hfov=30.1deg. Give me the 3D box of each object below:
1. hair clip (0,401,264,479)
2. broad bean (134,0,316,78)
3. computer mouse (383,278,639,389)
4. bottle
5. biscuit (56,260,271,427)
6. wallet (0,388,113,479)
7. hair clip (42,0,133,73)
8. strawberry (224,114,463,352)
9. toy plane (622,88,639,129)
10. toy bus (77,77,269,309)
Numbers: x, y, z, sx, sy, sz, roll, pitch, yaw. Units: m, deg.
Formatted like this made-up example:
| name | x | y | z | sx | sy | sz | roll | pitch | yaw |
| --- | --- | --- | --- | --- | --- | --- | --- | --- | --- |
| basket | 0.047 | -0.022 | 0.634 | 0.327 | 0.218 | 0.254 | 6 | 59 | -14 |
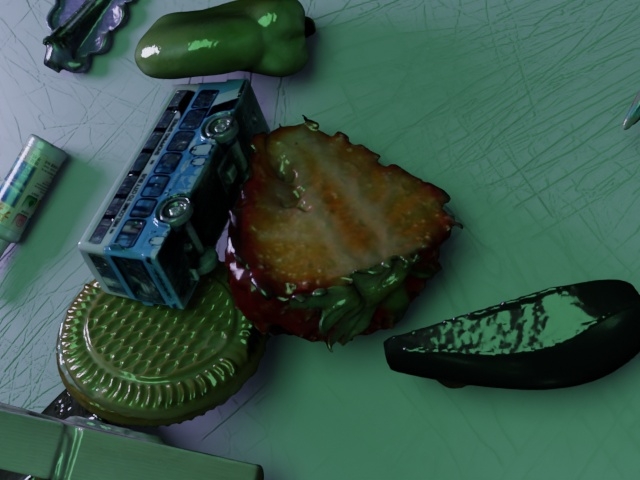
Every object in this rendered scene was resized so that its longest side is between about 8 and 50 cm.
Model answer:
| name | x | y | z | sx | sy | sz | roll | pitch | yaw |
| --- | --- | --- | --- | --- | --- | --- | --- | --- | --- |
| hair clip | -0.230 | 0.246 | 1.306 | 0.330 | 0.101 | 0.085 | 16 | 85 | -18 |
| broad bean | -0.118 | -0.251 | 1.482 | 0.227 | 0.169 | 0.100 | -8 | 107 | -13 |
| computer mouse | 0.210 | 0.116 | 1.235 | 0.295 | 0.168 | 0.087 | -16 | 71 | 20 |
| bottle | -0.414 | -0.036 | 1.591 | 0.060 | 0.060 | 0.217 | 26 | 87 | 26 |
| biscuit | -0.185 | 0.109 | 1.388 | 0.259 | 0.079 | 0.259 | -1 | 45 | 1 |
| wallet | -0.374 | 0.289 | 1.437 | 0.317 | 0.169 | 0.044 | -44 | 108 | 4 |
| hair clip | -0.324 | -0.321 | 1.641 | 0.124 | 0.052 | 0.195 | 32 | 84 | 21 |
| strawberry | -0.008 | 0.012 | 1.363 | 0.253 | 0.150 | 0.280 | -36 | 53 | -29 |
| toy plane | 0.429 | -0.246 | 1.284 | 0.223 | 0.104 | 0.326 | 38 | 95 | 27 |
| toy bus | -0.164 | -0.063 | 1.410 | 0.131 | 0.106 | 0.297 | 4 | 49 | 25 |
